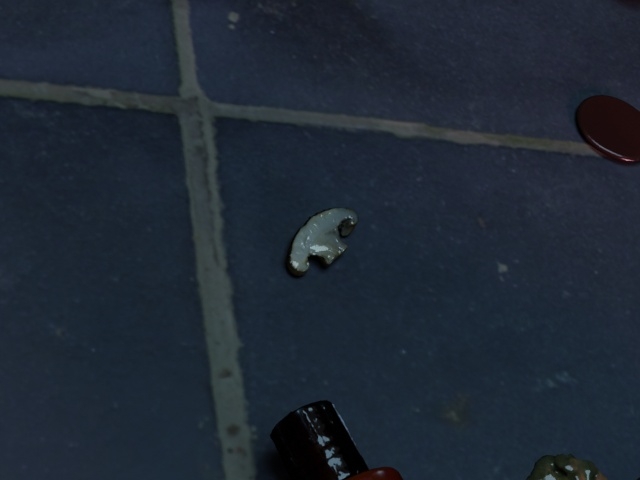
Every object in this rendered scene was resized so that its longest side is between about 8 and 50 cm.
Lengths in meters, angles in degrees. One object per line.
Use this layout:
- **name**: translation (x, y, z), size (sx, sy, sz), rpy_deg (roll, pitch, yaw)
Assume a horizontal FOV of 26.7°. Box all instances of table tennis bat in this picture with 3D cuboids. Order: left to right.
- **table tennis bat**: translation (0.366, -0.117, 1.563), size (0.154, 0.019, 0.098), rpy_deg (31, 49, 4)

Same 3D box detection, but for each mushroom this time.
- **mushroom**: translation (0.000, 0.000, 1.315), size (0.049, 0.019, 0.101), rpy_deg (42, 53, 11)

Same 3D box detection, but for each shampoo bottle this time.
- **shampoo bottle**: translation (0.044, 0.258, 1.089), size (0.104, 0.104, 0.278), rpy_deg (-15, 63, -31)

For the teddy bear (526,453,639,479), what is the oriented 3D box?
- **teddy bear**: translation (0.235, 0.287, 1.064), size (0.256, 0.156, 0.267), rpy_deg (23, 68, -24)
